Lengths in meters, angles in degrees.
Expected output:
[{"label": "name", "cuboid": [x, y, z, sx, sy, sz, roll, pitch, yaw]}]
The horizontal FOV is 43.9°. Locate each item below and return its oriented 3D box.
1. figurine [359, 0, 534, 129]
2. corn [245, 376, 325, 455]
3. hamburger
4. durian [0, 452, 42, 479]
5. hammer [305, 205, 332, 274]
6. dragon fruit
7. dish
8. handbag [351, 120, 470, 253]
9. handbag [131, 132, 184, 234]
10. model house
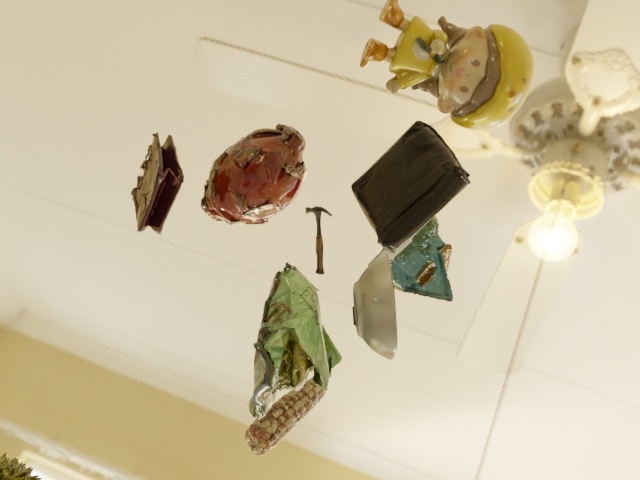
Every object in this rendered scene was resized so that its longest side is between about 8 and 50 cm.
[{"label": "figurine", "cuboid": [0.262, -0.359, 1.588, 0.344, 0.187, 0.215, 23, -63, -14]}, {"label": "corn", "cuboid": [-0.072, 0.385, 1.777, 0.080, 0.237, 0.079, 31, -41, 31]}, {"label": "hamburger", "cuboid": [-0.037, 0.194, 1.432, 0.151, 0.275, 0.260, 11, -35, 5]}, {"label": "durian", "cuboid": [-0.594, 0.532, 1.422, 0.291, 0.224, 0.290, 2, -74, 8]}, {"label": "hammer", "cuboid": [0.000, 0.000, 2.315, 0.078, 0.200, 0.021, -3, -2, -11]}, {"label": "dragon fruit", "cuboid": [-0.164, -0.166, 2.084, 0.250, 0.315, 0.250, 33, -3, 2]}, {"label": "dish", "cuboid": [0.090, 0.117, 1.385, 0.066, 0.190, 0.190, -5, -37, -1]}, {"label": "handbag", "cuboid": [0.187, -0.122, 1.738, 0.247, 0.223, 0.080, -44, -51, 17]}, {"label": "handbag", "cuboid": [-0.417, -0.144, 2.028, 0.074, 0.216, 0.203, 13, -59, -26]}, {"label": "model house", "cuboid": [0.306, 0.074, 2.264, 0.241, 0.226, 0.261, 44, -2, -6]}]
